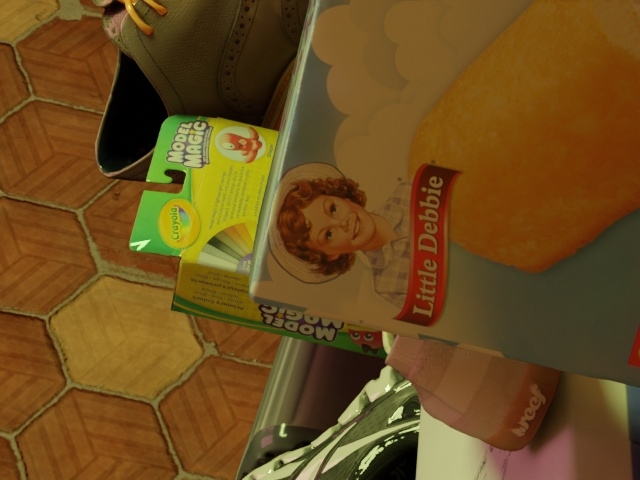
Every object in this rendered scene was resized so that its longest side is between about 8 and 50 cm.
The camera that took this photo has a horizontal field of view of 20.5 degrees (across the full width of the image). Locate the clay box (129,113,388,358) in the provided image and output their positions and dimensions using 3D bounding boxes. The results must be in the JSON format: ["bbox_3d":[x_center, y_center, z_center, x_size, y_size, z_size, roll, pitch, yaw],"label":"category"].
[{"bbox_3d":[0.000,0.000,1.079,0.053,0.222,0.127,104,177,-46],"label":"clay box"}]

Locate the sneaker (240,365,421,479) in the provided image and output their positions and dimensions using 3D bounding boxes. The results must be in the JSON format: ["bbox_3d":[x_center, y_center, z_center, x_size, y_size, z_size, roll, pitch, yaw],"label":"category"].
[{"bbox_3d":[0.008,0.160,0.994,0.234,0.078,0.106,-43,25,15],"label":"sneaker"}]

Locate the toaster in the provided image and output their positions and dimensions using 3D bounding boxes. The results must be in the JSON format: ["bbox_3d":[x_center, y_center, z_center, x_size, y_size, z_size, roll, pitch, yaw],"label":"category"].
[{"bbox_3d":[0.015,0.134,1.202,0.227,0.129,0.146,100,-177,-50],"label":"toaster"}]

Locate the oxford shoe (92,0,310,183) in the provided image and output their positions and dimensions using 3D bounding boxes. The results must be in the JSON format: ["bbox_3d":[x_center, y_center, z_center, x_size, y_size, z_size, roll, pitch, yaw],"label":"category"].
[{"bbox_3d":[-0.060,-0.159,1.078,0.130,0.132,0.364,57,148,33],"label":"oxford shoe"}]

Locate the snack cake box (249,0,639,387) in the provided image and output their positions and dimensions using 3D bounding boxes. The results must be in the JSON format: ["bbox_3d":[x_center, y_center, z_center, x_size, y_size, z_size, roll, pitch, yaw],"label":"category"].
[{"bbox_3d":[0.079,-0.098,0.523,0.089,0.152,0.264,-84,7,-69],"label":"snack cake box"}]

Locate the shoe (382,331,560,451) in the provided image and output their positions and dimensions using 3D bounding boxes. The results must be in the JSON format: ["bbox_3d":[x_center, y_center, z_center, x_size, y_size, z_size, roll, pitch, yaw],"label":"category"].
[{"bbox_3d":[0.053,0.011,0.700,0.219,0.058,0.077,-89,15,-71],"label":"shoe"}]

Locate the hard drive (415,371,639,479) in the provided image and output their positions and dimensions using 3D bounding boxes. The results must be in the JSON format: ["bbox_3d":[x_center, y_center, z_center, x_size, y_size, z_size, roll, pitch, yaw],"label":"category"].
[{"bbox_3d":[0.084,0.071,0.770,0.319,0.040,0.210,-81,7,-54],"label":"hard drive"}]
